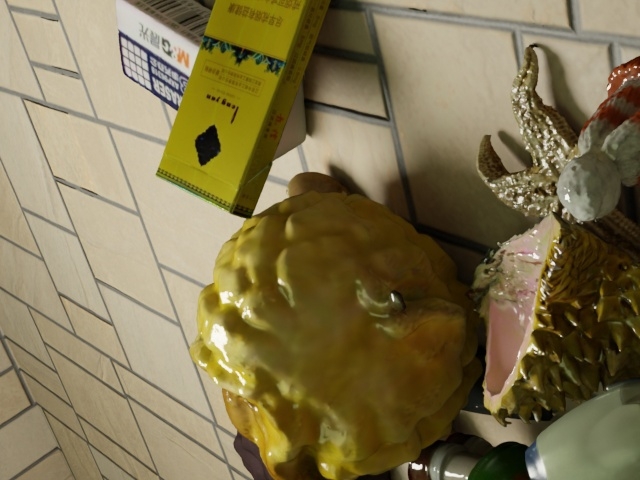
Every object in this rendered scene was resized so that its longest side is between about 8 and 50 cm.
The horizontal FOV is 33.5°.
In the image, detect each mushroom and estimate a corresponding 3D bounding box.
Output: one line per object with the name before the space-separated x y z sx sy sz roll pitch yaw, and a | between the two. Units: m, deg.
mushroom | 0.000 0.000 1.393 0.084 0.071 0.209 8 139 9

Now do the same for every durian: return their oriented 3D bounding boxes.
durian | 0.262 0.084 1.008 0.196 0.185 0.305 12 154 -6

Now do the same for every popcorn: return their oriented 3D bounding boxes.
popcorn | 0.010 0.109 1.264 0.349 0.349 0.382 62 171 -10

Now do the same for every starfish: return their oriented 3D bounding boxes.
starfish | 0.248 -0.051 1.005 0.236 0.062 0.277 7 121 46

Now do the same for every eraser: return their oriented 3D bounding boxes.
eraser | -0.144 -0.220 1.362 0.287 0.086 0.130 35 143 33

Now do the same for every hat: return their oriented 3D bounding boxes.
hat | 0.248 -0.081 0.850 0.112 0.162 0.093 4 125 59

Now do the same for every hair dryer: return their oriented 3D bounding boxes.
hair dryer | 0.370 0.168 0.949 0.296 0.298 0.119 -34 59 37

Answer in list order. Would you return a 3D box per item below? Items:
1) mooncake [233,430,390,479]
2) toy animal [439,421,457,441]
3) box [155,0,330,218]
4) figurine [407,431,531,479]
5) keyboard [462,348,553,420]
mooncake | -0.027 0.339 1.694 0.283 0.141 0.283 34 141 33
toy animal | 0.131 0.263 1.435 0.150 0.083 0.089 31 112 39
box | -0.090 -0.178 1.205 0.153 0.041 0.279 26 99 42
figurine | 0.257 0.312 1.161 0.370 0.281 0.167 23 106 48
keyboard | 0.206 0.176 1.301 0.381 0.041 0.103 3 122 62
